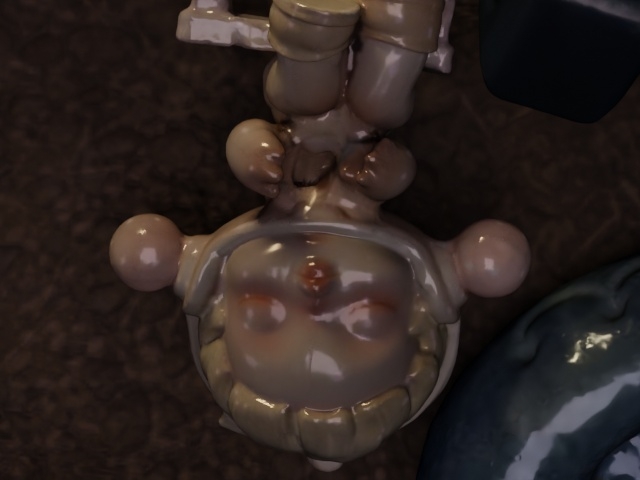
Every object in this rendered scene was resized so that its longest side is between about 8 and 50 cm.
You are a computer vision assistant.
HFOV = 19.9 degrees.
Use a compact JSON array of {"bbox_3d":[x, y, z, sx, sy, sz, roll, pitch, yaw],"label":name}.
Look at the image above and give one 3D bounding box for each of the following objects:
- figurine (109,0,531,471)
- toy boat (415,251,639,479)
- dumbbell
[{"bbox_3d":[-0.006,-0.002,0.878,0.182,0.144,0.257,1,103,-21],"label":"figurine"},{"bbox_3d":[0.208,0.108,0.906,0.330,0.123,0.215,-12,105,2],"label":"toy boat"},{"bbox_3d":[0.237,-0.100,0.838,0.316,0.156,0.143,17,60,-4],"label":"dumbbell"}]
